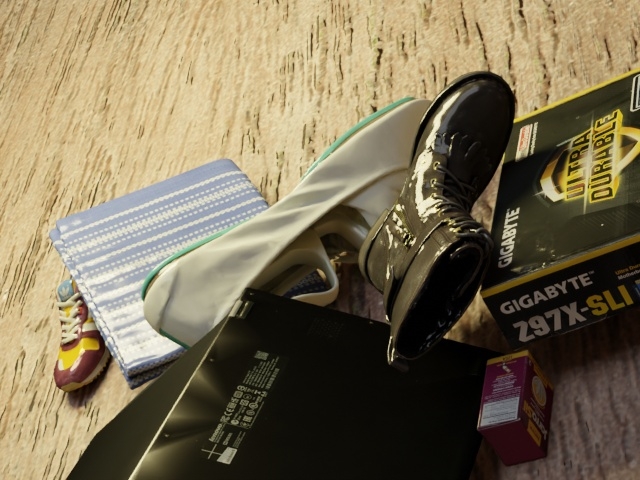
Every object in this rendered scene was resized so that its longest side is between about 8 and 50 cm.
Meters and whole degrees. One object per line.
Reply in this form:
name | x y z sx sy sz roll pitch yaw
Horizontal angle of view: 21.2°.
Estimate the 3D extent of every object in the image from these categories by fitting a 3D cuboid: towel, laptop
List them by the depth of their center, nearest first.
laptop | -0.081 0.242 1.526 0.408 0.236 0.382 13 32 10
towel | -0.154 0.028 1.922 0.243 0.040 0.336 -22 36 -11

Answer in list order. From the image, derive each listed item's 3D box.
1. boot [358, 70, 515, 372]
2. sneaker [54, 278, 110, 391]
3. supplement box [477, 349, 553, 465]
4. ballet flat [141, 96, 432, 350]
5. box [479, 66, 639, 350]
boot | 0.124 -0.020 1.564 0.263 0.091 0.229 -63 12 9
sneaker | -0.283 0.092 1.992 0.069 0.084 0.185 -21 34 27
supplement box | 0.172 0.146 1.501 0.043 0.055 0.083 -17 38 28
ballet flat | 0.000 0.000 1.790 0.400 0.139 0.139 -35 29 -21
box | 0.288 -0.054 1.579 0.257 0.079 0.322 -20 26 23
